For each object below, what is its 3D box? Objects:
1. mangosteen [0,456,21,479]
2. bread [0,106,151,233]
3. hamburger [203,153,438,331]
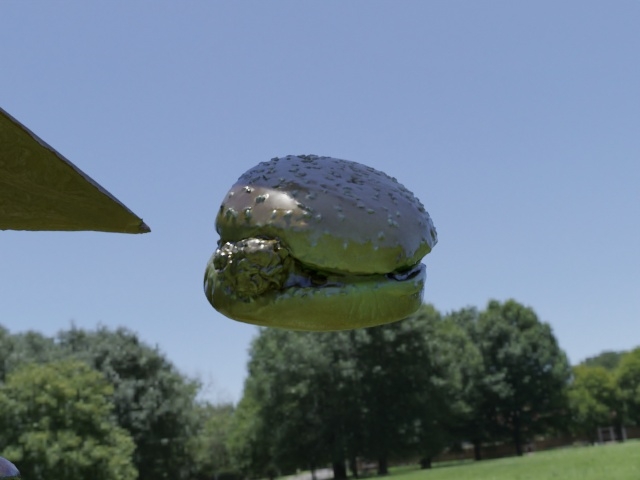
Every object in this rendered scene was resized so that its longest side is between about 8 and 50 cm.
[{"bbox_3d":[-0.295,0.284,0.714,0.215,0.257,0.215,-43,-8,-7],"label":"mangosteen"},{"bbox_3d":[-0.165,-0.051,0.479,0.139,0.084,0.074,3,9,-41],"label":"bread"},{"bbox_3d":[0.000,0.000,0.717,0.190,0.122,0.215,10,17,12],"label":"hamburger"}]
